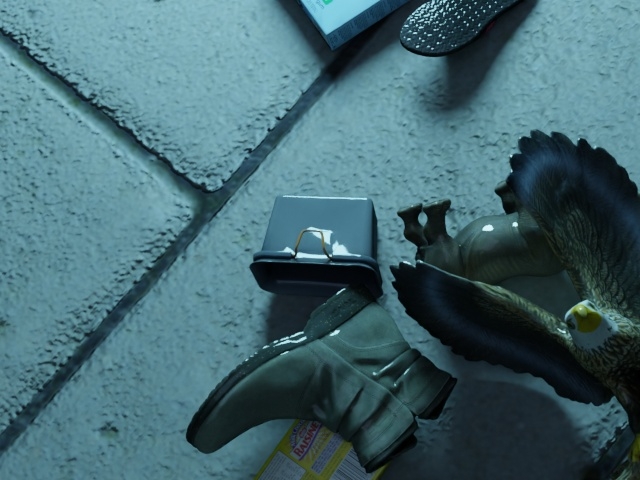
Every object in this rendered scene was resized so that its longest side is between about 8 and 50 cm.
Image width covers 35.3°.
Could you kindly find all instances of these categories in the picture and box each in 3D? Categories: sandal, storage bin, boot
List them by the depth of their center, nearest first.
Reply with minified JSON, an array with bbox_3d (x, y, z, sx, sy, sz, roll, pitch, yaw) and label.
[{"bbox_3d":[0.004,0.166,0.985,0.246,0.083,0.161,-37,72,-13],"label":"boot"},{"bbox_3d":[0.000,0.000,1.062,0.135,0.098,0.091,2,63,12],"label":"storage bin"},{"bbox_3d":[0.168,-0.253,1.135,0.179,0.040,0.067,-33,75,-15],"label":"sandal"}]

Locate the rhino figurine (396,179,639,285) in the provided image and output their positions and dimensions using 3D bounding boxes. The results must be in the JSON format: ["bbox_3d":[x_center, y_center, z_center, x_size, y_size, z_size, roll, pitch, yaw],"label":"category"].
[{"bbox_3d":[0.208,-0.011,1.027,0.243,0.073,0.106,-14,94,6],"label":"rhino figurine"}]

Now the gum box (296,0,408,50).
[{"bbox_3d":[0.046,-0.335,1.177,0.184,0.041,0.157,-32,70,-1],"label":"gum box"}]

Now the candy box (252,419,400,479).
[{"bbox_3d":[-0.017,0.260,1.016,0.105,0.027,0.206,33,82,21],"label":"candy box"}]

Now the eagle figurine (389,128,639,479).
[{"bbox_3d":[0.240,0.072,0.926,0.226,0.225,0.298,-24,56,-21],"label":"eagle figurine"}]
